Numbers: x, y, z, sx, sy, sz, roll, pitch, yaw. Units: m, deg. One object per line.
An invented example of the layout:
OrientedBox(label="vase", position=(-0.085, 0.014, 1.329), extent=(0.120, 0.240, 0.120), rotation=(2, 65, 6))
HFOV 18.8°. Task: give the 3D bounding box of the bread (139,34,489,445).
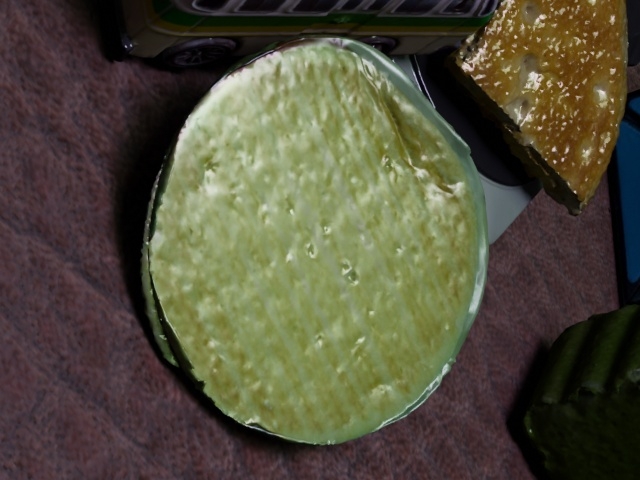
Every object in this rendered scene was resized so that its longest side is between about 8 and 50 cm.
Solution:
OrientedBox(label="bread", position=(-0.002, 0.005, 1.382), extent=(0.301, 0.045, 0.301), rotation=(0, 90, -35))

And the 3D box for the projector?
OrientedBox(label="projector", position=(0.109, -0.145, 1.646), extent=(0.259, 0.079, 0.257), rotation=(-42, 109, -53))

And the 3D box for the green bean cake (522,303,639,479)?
OrientedBox(label="green bean cake", position=(0.330, 0.177, 1.653), extent=(0.250, 0.247, 0.156), rotation=(58, 36, -19))

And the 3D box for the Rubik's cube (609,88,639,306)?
OrientedBox(label="Rubik's cube", position=(0.454, -0.028, 1.922), extent=(0.250, 0.246, 0.248), rotation=(28, 52, -45))

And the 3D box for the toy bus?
OrientedBox(label="toy bus", position=(0.003, -0.221, 1.389), extent=(0.305, 0.179, 0.143), rotation=(-3, 75, -34))

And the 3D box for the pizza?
OrientedBox(label="pizza", position=(0.173, -0.155, 1.583), extent=(0.197, 0.058, 0.292), rotation=(-17, 108, -33))

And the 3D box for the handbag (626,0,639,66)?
OrientedBox(label="handbag", position=(0.188, -0.286, 1.688), extent=(0.332, 0.075, 0.191), rotation=(29, 54, -45))
